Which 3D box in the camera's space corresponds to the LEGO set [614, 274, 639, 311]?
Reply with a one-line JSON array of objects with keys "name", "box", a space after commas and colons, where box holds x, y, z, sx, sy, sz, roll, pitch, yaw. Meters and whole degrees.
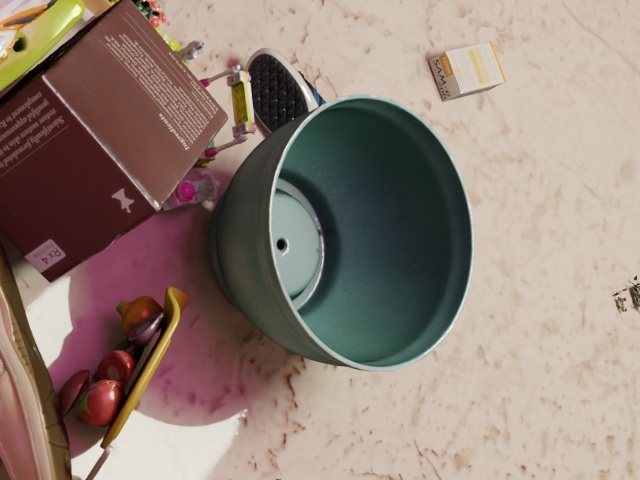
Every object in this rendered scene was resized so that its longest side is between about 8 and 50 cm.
[{"name": "LEGO set", "box": [0.453, 0.078, 2.008, 0.083, 0.023, 0.054, 0, 72, -25]}]

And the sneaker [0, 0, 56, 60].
[{"name": "sneaker", "box": [-0.281, -0.229, 1.176, 0.121, 0.099, 0.262, 44, 64, -16]}]

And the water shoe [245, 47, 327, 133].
[{"name": "water shoe", "box": [-0.018, -0.146, 1.682, 0.203, 0.073, 0.080, 54, 23, -10]}]

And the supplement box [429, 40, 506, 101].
[{"name": "supplement box", "box": [0.200, -0.230, 1.894, 0.098, 0.036, 0.062, -17, 86, -41]}]

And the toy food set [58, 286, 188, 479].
[{"name": "toy food set", "box": [-0.208, 0.132, 1.392, 0.071, 0.128, 0.218, 29, 61, -5]}]

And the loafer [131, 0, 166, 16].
[{"name": "loafer", "box": [-0.225, -0.284, 1.566, 0.125, 0.045, 0.039, 9, 76, -40]}]

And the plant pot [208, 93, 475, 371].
[{"name": "plant pot", "box": [0.000, 0.000, 1.535, 0.293, 0.196, 0.293, 6, 81, -39]}]

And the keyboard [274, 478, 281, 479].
[{"name": "keyboard", "box": [-0.029, 0.352, 1.519, 0.108, 0.023, 0.180, -19, 88, -42]}]

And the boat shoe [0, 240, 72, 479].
[{"name": "boat shoe", "box": [-0.316, 0.130, 1.321, 0.098, 0.109, 0.302, -19, 86, -3]}]

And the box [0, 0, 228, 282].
[{"name": "box", "box": [-0.229, -0.103, 1.384, 0.167, 0.168, 0.203, 50, 32, -15]}]

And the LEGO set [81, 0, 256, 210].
[{"name": "LEGO set", "box": [-0.156, -0.183, 1.530, 0.132, 0.107, 0.287, -28, 98, -44]}]

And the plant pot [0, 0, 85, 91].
[{"name": "plant pot", "box": [-0.394, -0.190, 1.282, 0.227, 0.228, 0.207, 42, 61, -21]}]
